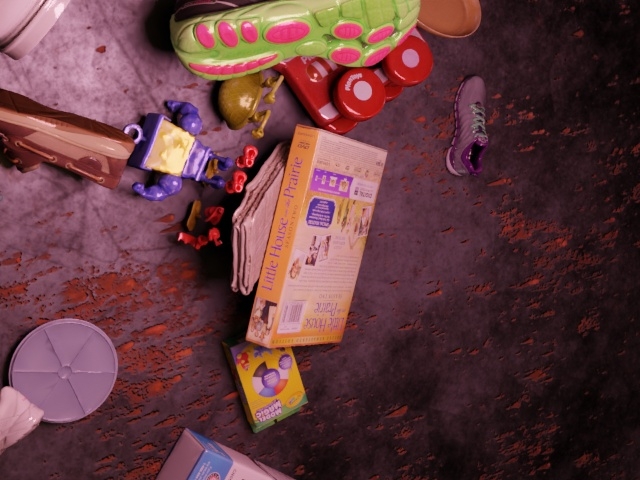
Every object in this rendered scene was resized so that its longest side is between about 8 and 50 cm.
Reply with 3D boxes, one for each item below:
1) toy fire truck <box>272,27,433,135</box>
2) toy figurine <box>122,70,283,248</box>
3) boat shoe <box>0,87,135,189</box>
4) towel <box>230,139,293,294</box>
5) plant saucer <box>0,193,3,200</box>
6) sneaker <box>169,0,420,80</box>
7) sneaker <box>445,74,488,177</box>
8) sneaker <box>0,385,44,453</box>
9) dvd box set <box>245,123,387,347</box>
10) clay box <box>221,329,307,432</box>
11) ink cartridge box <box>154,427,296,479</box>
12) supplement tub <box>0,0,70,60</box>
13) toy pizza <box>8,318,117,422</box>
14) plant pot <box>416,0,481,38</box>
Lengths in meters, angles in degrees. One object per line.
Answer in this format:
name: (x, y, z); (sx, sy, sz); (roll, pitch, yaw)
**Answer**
toy fire truck: (0.059, -0.370, 1.950); (0.302, 0.169, 0.254); (-37, 97, -18)
toy figurine: (-0.246, -0.185, 1.799); (0.217, 0.191, 0.362); (22, 88, -25)
boat shoe: (-0.499, -0.171, 1.692); (0.342, 0.123, 0.123); (15, 108, -22)
towel: (-0.106, -0.046, 1.862); (0.282, 0.049, 0.187); (-61, 162, -50)
plant saucer: (-0.644, -0.093, 1.691); (0.192, 0.018, 0.067); (33, 84, -30)
sneaker: (-0.038, -0.422, 1.782); (0.483, 0.202, 0.185); (-8, 144, -21)
sneaker: (0.342, -0.247, 2.151); (0.083, 0.098, 0.223); (4, 98, -29)
sneaker: (-0.614, 0.350, 1.769); (0.232, 0.090, 0.115); (-41, 90, -7)
dvd box set: (0.000, 0.000, 1.954); (0.308, 0.062, 0.420); (5, 99, -61)
clay box: (-0.109, 0.286, 2.037); (0.127, 0.053, 0.222); (-25, 110, -22)
ink cartridge box: (-0.188, 0.553, 2.003); (0.307, 0.129, 0.223); (33, 83, -30)
supplement tub: (-0.556, -0.453, 1.545); (0.316, 0.228, 0.228); (36, 82, -29)
toy pizza: (-0.479, 0.241, 1.839); (0.201, 0.032, 0.201); (-6, 103, -26)
plant pot: (0.224, -0.503, 2.013); (0.236, 0.032, 0.236); (17, 55, -26)
